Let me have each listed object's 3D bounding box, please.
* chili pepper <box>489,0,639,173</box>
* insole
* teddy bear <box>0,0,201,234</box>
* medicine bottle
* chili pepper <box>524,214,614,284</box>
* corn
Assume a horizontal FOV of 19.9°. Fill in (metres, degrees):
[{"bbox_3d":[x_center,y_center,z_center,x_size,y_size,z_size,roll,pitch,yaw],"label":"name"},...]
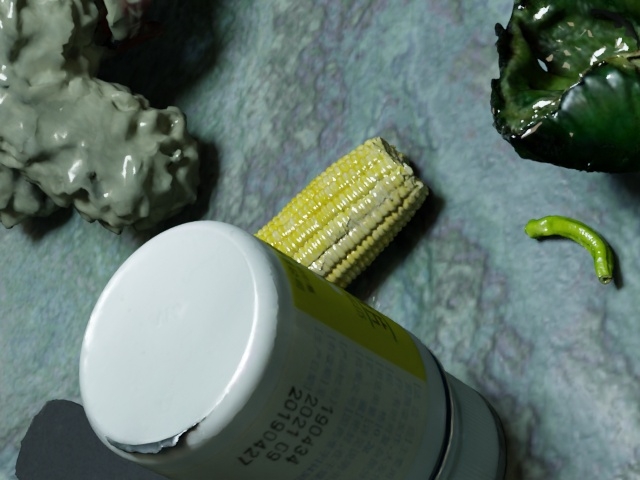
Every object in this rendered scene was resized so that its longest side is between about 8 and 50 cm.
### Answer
[{"bbox_3d":[0.206,-0.148,1.129,0.148,0.116,0.264,33,83,1],"label":"chili pepper"},{"bbox_3d":[-0.141,0.180,1.267,0.309,0.012,0.110,17,81,55],"label":"insole"},{"bbox_3d":[-0.247,-0.177,1.465,0.367,0.224,0.357,176,91,-66],"label":"teddy bear"},{"bbox_3d":[-0.008,0.099,1.068,0.143,0.258,0.143,-20,55,31],"label":"medicine bottle"},{"bbox_3d":[0.160,0.003,1.148,0.083,0.017,0.030,28,87,48],"label":"chili pepper"},{"bbox_3d":[0.000,0.000,1.253,0.165,0.063,0.085,-45,23,10],"label":"corn"}]
